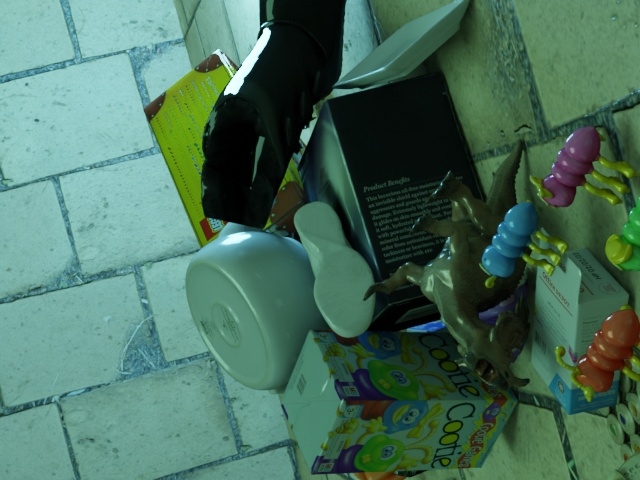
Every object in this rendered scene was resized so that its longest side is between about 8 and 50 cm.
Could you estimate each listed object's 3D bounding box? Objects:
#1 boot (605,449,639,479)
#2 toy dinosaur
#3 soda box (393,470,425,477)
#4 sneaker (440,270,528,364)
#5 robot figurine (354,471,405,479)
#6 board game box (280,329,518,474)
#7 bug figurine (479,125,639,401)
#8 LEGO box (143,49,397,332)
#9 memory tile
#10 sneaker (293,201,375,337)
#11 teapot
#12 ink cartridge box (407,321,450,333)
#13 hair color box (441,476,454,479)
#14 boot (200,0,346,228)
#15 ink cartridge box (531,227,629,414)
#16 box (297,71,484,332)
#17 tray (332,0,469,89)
[{"bbox_3d":[0.353,0.277,1.123,0.262,0.095,0.203,82,168,-47],"label":"boot"},{"bbox_3d":[0.190,0.034,1.349,0.200,0.296,0.127,34,153,1],"label":"toy dinosaur"},{"bbox_3d":[0.151,0.347,2.164,0.060,0.053,0.169,-10,95,63],"label":"soda box"},{"bbox_3d":[0.227,0.108,1.507,0.236,0.095,0.105,104,143,-75],"label":"sneaker"},{"bbox_3d":[0.099,0.379,2.286,0.219,0.158,0.128,-117,33,-45],"label":"robot figurine"},{"bbox_3d":[0.108,0.225,1.640,0.142,0.275,0.144,61,140,46],"label":"board game box"},{"bbox_3d":[0.248,0.010,1.121,0.216,0.072,0.279,-67,32,23],"label":"bug figurine"},{"bbox_3d":[-0.085,-0.054,2.102,0.372,0.193,0.500,47,-170,-42],"label":"LEGO box"},{"bbox_3d":[0.337,0.187,1.269,0.148,0.012,0.113,100,152,-62],"label":"memory tile"},{"bbox_3d":[0.026,0.050,1.541,0.094,0.080,0.212,74,178,-51],"label":"sneaker"},{"bbox_3d":[-0.064,0.090,1.740,0.252,0.187,0.256,41,142,33],"label":"teapot"},{"bbox_3d":[0.198,0.231,1.829,0.097,0.046,0.207,-3,102,67],"label":"ink cartridge box"},{"bbox_3d":[0.200,0.551,1.903,0.339,0.185,0.110,-122,19,-55],"label":"hair color box"},{"bbox_3d":[-0.075,-0.281,1.710,0.445,0.146,0.367,-62,-31,-52],"label":"boot"},{"bbox_3d":[0.278,0.081,1.262,0.104,0.061,0.181,-118,22,-57],"label":"ink cartridge box"},{"bbox_3d":[0.101,-0.036,1.664,0.296,0.182,0.294,119,136,-72],"label":"box"},{"bbox_3d":[0.105,-0.245,1.530,0.030,0.145,0.270,49,172,-11],"label":"tray"}]
